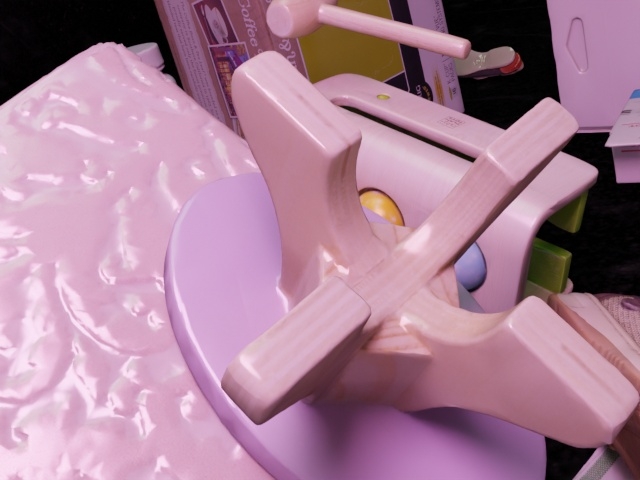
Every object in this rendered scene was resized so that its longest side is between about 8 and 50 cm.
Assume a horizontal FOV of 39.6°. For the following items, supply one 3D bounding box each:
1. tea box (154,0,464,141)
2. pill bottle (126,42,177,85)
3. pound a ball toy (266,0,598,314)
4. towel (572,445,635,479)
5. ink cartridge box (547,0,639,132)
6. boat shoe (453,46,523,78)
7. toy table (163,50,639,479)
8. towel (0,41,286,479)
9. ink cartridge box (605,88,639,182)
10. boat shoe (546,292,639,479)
[{"bbox_3d":[-0.010,-0.270,1.209,0.324,0.328,0.220,-32,26,-36],"label":"tea box"},{"bbox_3d":[-0.253,-0.173,1.297,0.119,0.208,0.119,-13,23,6],"label":"pill bottle"},{"bbox_3d":[0.061,-0.075,0.751,0.319,0.208,0.136,29,43,34],"label":"pound a ball toy"},{"bbox_3d":[0.207,0.151,0.481,0.152,0.023,0.113,9,33,45],"label":"towel"},{"bbox_3d":[0.415,-0.295,1.133,0.129,0.223,0.307,4,30,38],"label":"ink cartridge box"},{"bbox_3d":[0.263,-0.287,1.453,0.137,0.049,0.043,0,-16,38],"label":"boat shoe"},{"bbox_3d":[0.037,0.034,0.490,0.274,0.161,0.252,35,56,5],"label":"toy table"},{"bbox_3d":[-0.115,0.053,0.554,0.317,0.332,0.053,-47,-7,-33],"label":"towel"},{"bbox_3d":[0.370,-0.109,0.937,0.104,0.060,0.180,0,26,31],"label":"ink cartridge box"},{"bbox_3d":[0.205,0.092,0.471,0.092,0.102,0.285,-18,17,0],"label":"boat shoe"}]
